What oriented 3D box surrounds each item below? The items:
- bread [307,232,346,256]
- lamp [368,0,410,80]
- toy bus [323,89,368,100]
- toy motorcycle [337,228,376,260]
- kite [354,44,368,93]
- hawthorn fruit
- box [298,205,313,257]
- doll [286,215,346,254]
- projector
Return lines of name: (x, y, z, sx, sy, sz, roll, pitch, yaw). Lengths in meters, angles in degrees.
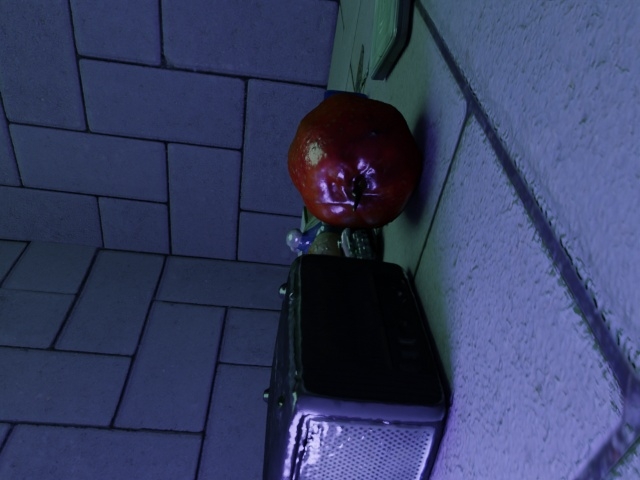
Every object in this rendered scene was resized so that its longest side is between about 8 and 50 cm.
bread: (0.032, 0.124, 1.456, 0.305, 0.159, 0.305, -171, 90, -86)
lamp: (0.170, -0.554, 1.298, 0.266, 0.047, 0.268, 153, 122, -82)
toy bus: (0.065, -0.302, 1.662, 0.175, 0.138, 0.287, 103, 171, -60)
toy motorcycle: (0.082, -0.072, 1.336, 0.188, 0.143, 0.326, 83, 175, -74)
kite: (0.132, -0.523, 1.867, 0.314, 0.012, 0.335, 120, 155, -77)
hawthorn fruit: (0.054, -0.124, 0.978, 0.300, 0.254, 0.254, -78, -2, -54)
box: (0.000, 0.000, 1.976, 0.177, 0.148, 0.194, -101, 18, -63)
doll: (0.017, -0.036, 1.682, 0.228, 0.154, 0.258, -36, 12, 18)
projector: (0.025, 0.280, 0.924, 0.395, 0.242, 0.405, -92, 10, -61)
